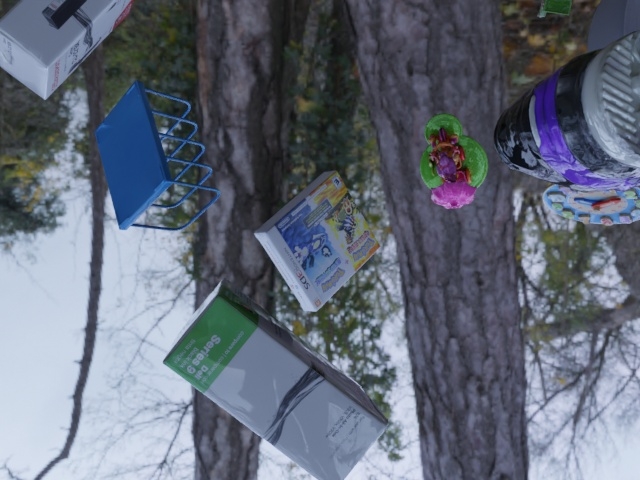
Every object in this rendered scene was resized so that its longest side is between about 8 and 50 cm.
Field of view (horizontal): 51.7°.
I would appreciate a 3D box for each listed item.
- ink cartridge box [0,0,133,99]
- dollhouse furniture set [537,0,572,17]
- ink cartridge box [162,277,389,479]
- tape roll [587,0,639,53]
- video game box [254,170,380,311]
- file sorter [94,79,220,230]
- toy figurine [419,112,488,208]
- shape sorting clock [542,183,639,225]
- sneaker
[{"bbox_3d":[-0.481,-0.423,1.259,0.273,0.114,0.197,-54,-165,-19],"label":"ink cartridge box"},{"bbox_3d":[0.544,-0.553,1.529,0.059,0.076,0.151,10,-157,11],"label":"dollhouse furniture set"},{"bbox_3d":[-0.065,0.196,0.945,0.289,0.121,0.211,39,177,-6],"label":"ink cartridge box"},{"bbox_3d":[0.385,-0.193,0.654,0.219,0.219,0.072,-2,177,-5],"label":"tape roll"},{"bbox_3d":[0.000,0.000,1.251,0.205,0.187,0.048,-44,-155,-28],"label":"video game box"},{"bbox_3d":[-0.228,-0.112,0.931,0.118,0.170,0.104,-37,152,32],"label":"file sorter"},{"bbox_3d":[0.239,-0.130,1.204,0.130,0.173,0.159,-13,-157,16],"label":"toy figurine"},{"bbox_3d":[0.543,-0.074,1.293,0.206,0.040,0.206,15,159,6],"label":"shape sorting clock"},{"bbox_3d":[0.251,-0.086,0.491,0.293,0.102,0.146,-1,173,-29],"label":"sneaker"}]
